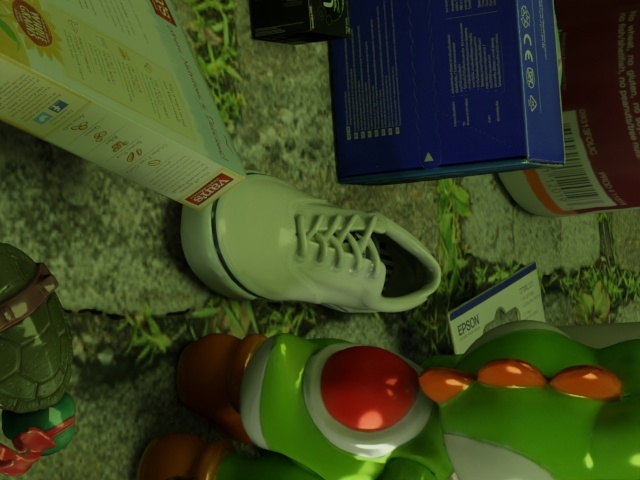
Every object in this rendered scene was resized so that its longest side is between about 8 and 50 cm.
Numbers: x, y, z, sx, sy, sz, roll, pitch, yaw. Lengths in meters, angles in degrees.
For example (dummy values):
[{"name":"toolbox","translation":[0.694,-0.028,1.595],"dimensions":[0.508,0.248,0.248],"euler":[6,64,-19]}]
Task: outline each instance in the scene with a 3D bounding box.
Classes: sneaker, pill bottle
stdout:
[{"name":"sneaker","translation":[0.000,0.000,1.324],"dimensions":[0.258,0.091,0.094],"euler":[12,75,-58]},{"name":"pill bottle","translation":[0.359,-0.146,1.648],"dimensions":[0.224,0.392,0.224],"euler":[15,73,-58]}]

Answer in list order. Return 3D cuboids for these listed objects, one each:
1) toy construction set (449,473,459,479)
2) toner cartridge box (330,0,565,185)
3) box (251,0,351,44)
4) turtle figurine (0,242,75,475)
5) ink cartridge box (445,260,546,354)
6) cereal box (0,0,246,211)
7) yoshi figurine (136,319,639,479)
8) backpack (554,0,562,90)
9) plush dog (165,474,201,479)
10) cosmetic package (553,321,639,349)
[{"name":"toy construction set","translation":[0.135,0.281,1.363],"dimensions":[0.237,0.257,0.308],"euler":[28,84,-46]},{"name":"toner cartridge box","translation":[0.089,-0.222,1.438],"dimensions":[0.075,0.165,0.347],"euler":[0,86,-59]},{"name":"box","translation":[-0.016,-0.190,1.367],"dimensions":[0.062,0.052,0.083],"euler":[-2,88,-59]},{"name":"turtle figurine","translation":[-0.191,0.040,0.991],"dimensions":[0.175,0.118,0.234],"euler":[-44,115,-57]},{"name":"ink cartridge box","translation":[0.156,0.217,1.573],"dimensions":[0.176,0.069,0.370],"euler":[-25,109,-56]},{"name":"cereal box","translation":[-0.151,-0.124,1.072],"dimensions":[0.240,0.047,0.173],"euler":[28,32,-54]},{"name":"yoshi figurine","translation":[0.082,0.139,1.177],"dimensions":[0.203,0.362,0.203],"euler":[-15,97,-59]},{"name":"backpack","translation":[0.130,-0.161,1.538],"dimensions":[0.115,0.152,0.182],"euler":[-20,106,-42]},{"name":"plush dog","translation":[-0.129,0.243,1.034],"dimensions":[0.262,0.211,0.225],"euler":[-69,165,9]},{"name":"cosmetic package","translation":[0.363,0.159,1.701],"dimensions":[0.153,0.296,0.129],"euler":[47,49,-44]}]
